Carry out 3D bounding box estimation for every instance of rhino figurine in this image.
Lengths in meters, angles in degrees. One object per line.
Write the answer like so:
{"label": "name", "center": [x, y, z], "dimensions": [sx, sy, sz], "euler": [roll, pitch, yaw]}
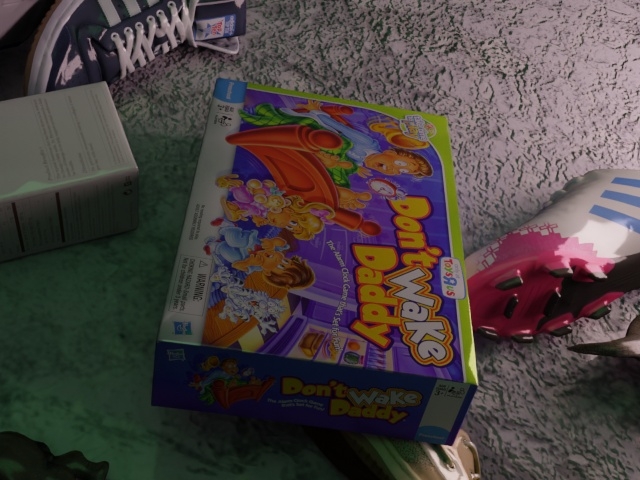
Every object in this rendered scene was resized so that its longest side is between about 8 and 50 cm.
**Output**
{"label": "rhino figurine", "center": [-0.254, 0.250, 0.673], "dimensions": [0.106, 0.073, 0.243], "euler": [23, 60, -1]}

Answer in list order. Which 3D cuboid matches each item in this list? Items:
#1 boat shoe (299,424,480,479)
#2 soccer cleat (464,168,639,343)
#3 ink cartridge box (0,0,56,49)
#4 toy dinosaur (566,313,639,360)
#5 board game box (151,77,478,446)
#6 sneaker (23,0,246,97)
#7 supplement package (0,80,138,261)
{"label": "boat shoe", "center": [0.084, 0.186, 0.755], "dimensions": [0.098, 0.109, 0.302], "euler": [-31, 63, -25]}
{"label": "soccer cleat", "center": [0.250, 0.001, 0.904], "dimensions": [0.331, 0.116, 0.143], "euler": [-12, 47, -19]}
{"label": "ink cartridge box", "center": [-0.406, -0.346, 0.799], "dimensions": [0.151, 0.270, 0.395], "euler": [-44, 101, 10]}
{"label": "toy dinosaur", "center": [0.366, 0.117, 0.860], "dimensions": [0.314, 0.121, 0.160], "euler": [5, 47, -2]}
{"label": "board game box", "center": [0.000, 0.000, 0.806], "dimensions": [0.234, 0.078, 0.347], "euler": [9, 41, -5]}
{"label": "sneaker", "center": [-0.172, -0.211, 0.945], "dimensions": [0.153, 0.099, 0.282], "euler": [22, 55, 5]}
{"label": "supplement package", "center": [-0.264, -0.056, 0.832], "dimensions": [0.179, 0.105, 0.105], "euler": [-15, 64, -19]}
